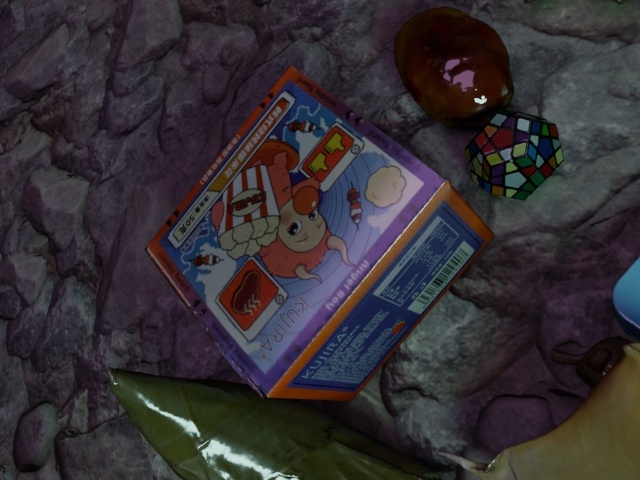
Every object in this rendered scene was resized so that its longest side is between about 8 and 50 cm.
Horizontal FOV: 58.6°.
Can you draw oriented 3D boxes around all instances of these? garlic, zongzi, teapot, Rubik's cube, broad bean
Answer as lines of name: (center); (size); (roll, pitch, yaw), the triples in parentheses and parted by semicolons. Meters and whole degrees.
garlic: (0.307, 0.228, 0.637); (0.196, 0.151, 0.338); (37, 136, 3)
zongzi: (-0.030, 0.279, 0.700); (0.355, 0.393, 0.174); (10, 62, 28)
teapot: (0.336, 0.147, 0.705); (0.080, 0.085, 0.110); (-46, 31, -10)
Rubik's cube: (0.269, -0.121, 0.799); (0.111, 0.133, 0.133); (-4, 71, 57)
broad bean: (0.201, -0.273, 0.879); (0.156, 0.122, 0.229); (-34, 65, 20)

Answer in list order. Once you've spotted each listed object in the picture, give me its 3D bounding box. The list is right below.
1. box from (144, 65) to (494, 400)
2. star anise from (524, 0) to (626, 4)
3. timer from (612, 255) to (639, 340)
box: (0.000, 0.000, 0.835); (0.349, 0.256, 0.318); (-50, 59, 8)
star anise: (0.419, -0.486, 0.826); (0.315, 0.108, 0.316); (-11, 67, 28)
timer: (0.491, 0.050, 0.635); (0.232, 0.091, 0.250); (40, 93, 33)
